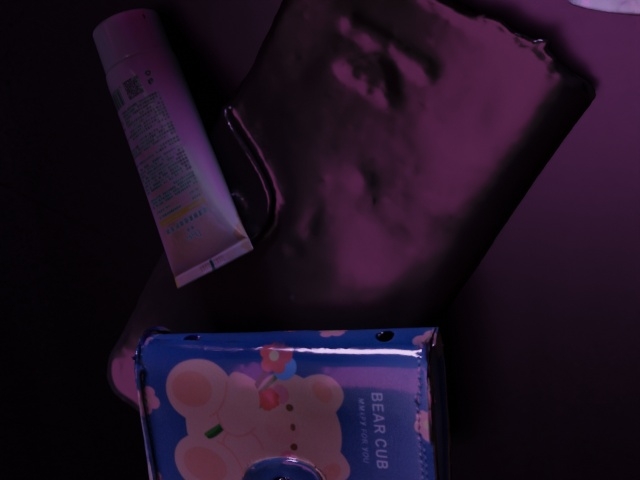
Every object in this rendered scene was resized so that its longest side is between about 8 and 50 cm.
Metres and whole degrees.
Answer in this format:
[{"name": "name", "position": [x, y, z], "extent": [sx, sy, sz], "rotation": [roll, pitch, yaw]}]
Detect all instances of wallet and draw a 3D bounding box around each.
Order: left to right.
[{"name": "wallet", "position": [-0.018, 0.123, 0.649], "extent": [0.202, 0.059, 0.141], "rotation": [-2, 104, 16]}, {"name": "wallet", "position": [0.000, 0.000, 0.657], "extent": [0.197, 0.051, 0.377], "rotation": [33, 115, 5]}]

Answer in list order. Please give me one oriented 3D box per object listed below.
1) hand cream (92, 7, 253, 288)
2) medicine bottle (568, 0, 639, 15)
[{"name": "hand cream", "position": [-0.099, -0.061, 0.642], "extent": [0.076, 0.047, 0.174], "rotation": [-27, 80, 39]}, {"name": "medicine bottle", "position": [0.176, -0.209, 0.495], "extent": [0.086, 0.086, 0.183], "rotation": [8, 112, 17]}]
